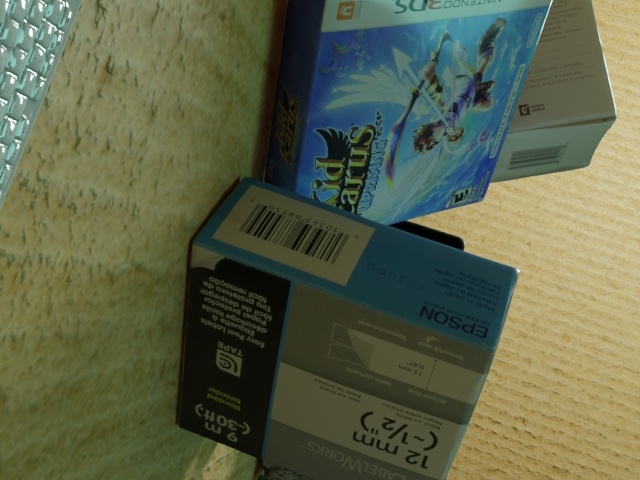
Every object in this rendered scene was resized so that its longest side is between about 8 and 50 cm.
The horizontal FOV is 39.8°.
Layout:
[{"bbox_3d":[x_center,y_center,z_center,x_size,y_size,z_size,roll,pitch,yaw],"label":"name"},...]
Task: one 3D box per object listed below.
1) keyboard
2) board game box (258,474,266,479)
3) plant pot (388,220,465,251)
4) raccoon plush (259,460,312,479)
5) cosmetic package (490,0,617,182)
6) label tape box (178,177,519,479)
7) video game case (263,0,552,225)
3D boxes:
[{"bbox_3d":[-0.152,-0.009,0.347,0.072,0.014,0.256,43,66,-79],"label":"keyboard"},{"bbox_3d":[-0.102,0.493,1.477,0.210,0.047,0.160,86,25,-65],"label":"board game box"},{"bbox_3d":[0.098,0.082,1.401,0.167,0.188,0.188,126,-21,-64],"label":"plant pot"},{"bbox_3d":[0.052,0.211,1.388,0.299,0.216,0.447,-71,174,-51],"label":"raccoon plush"},{"bbox_3d":[0.234,-0.284,1.086,0.217,0.156,0.385,52,31,-78],"label":"cosmetic package"},{"bbox_3d":[0.006,0.141,0.804,0.115,0.249,0.348,-59,165,-51],"label":"label tape box"},{"bbox_3d":[0.077,-0.130,0.816,0.244,0.061,0.270,-13,135,-26],"label":"video game case"}]
